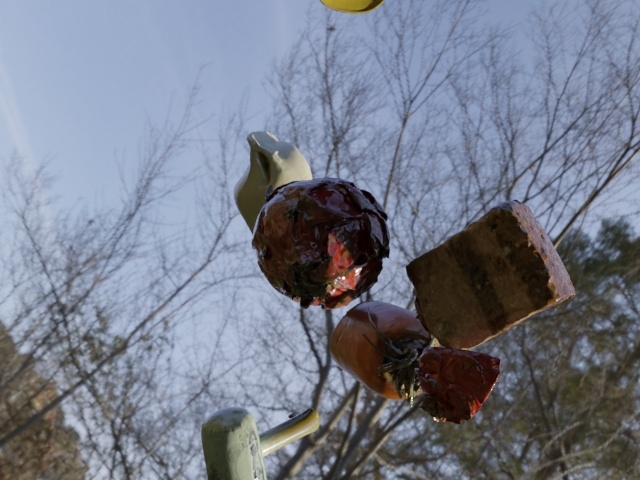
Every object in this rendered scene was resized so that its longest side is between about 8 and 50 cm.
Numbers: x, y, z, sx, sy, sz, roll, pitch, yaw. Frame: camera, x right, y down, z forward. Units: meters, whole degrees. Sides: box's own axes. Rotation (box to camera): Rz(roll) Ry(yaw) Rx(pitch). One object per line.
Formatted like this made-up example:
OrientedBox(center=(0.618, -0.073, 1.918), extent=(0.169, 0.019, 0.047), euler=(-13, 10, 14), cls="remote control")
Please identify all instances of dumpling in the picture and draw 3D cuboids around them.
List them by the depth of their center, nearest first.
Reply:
OrientedBox(center=(-0.098, -0.122, 1.821), extent=(0.233, 0.315, 0.395), euler=(-10, -73, 22), cls="dumpling")

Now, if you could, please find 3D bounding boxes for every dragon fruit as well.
OrientedBox(center=(0.185, 0.215, 0.994), extent=(0.083, 0.106, 0.162), euler=(27, -20, -23), cls="dragon fruit")
OrientedBox(center=(0.000, 0.000, 1.153), extent=(0.244, 0.299, 0.245), euler=(0, -73, 1), cls="dragon fruit")

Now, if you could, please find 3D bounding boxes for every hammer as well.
OrientedBox(center=(-0.104, 0.405, 1.340), extent=(0.113, 0.305, 0.202), euler=(-1, -81, 39), cls="hammer")

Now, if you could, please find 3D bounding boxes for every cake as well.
OrientedBox(center=(0.273, 0.075, 1.172), extent=(0.293, 0.198, 0.196), euler=(-31, -101, 26), cls="cake")

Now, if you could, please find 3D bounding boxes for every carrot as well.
OrientedBox(center=(0.155, 0.238, 1.454), extent=(0.331, 0.193, 0.214), euler=(-153, -130, -63), cls="carrot")

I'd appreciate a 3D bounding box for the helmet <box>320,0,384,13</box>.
OrientedBox(center=(0.070, -0.598, 1.302), extent=(0.140, 0.205, 0.257), euler=(-102, -157, -45), cls="helmet")
